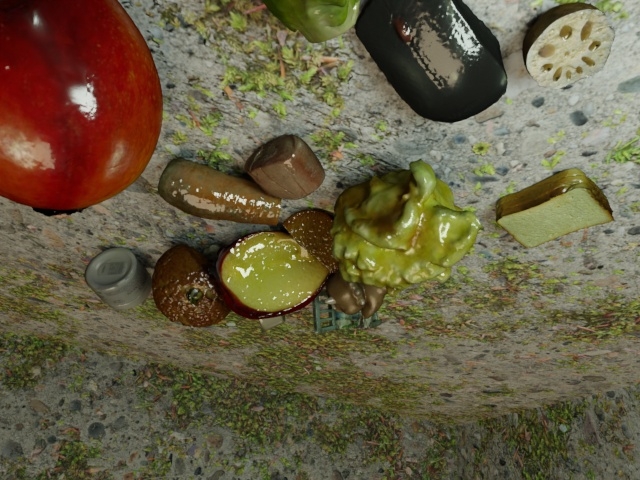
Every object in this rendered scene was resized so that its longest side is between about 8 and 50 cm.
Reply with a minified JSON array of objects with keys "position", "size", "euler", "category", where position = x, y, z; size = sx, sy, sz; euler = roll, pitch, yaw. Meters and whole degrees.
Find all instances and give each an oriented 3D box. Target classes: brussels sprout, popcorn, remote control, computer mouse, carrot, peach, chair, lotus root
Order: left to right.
[{"position":[-0.443,-0.253,0.691],"size":[0.389,0.388,0.388],"euler":[6,146,4],"category":"peach"},{"position":[-0.247,-0.111,1.058],"size":[0.302,0.138,0.138],"euler":[14,146,-10],"category":"carrot"},{"position":[-0.326,0.055,1.407],"size":[0.074,0.032,0.122],"euler":[-24,134,39],"category":"remote control"},{"position":[-0.132,0.096,1.272],"size":[0.362,0.257,0.201],"euler":[-16,174,-8],"category":"peach"},{"position":[-0.015,-0.382,0.601],"size":[0.162,0.143,0.180],"euler":[-23,136,-15],"category":"brussels sprout"},{"position":[0.098,0.224,1.388],"size":[0.147,0.136,0.270],"euler":[-7,171,24],"category":"chair"},{"position":[0.184,-0.024,0.966],"size":[0.336,0.279,0.274],"euler":[-18,95,18],"category":"popcorn"},{"position":[0.192,-0.304,0.714],"size":[0.295,0.087,0.168],"euler":[33,142,-29],"category":"computer mouse"},{"position":[0.385,-0.314,0.667],"size":[0.122,0.081,0.112],"euler":[-17,137,33],"category":"lotus root"}]

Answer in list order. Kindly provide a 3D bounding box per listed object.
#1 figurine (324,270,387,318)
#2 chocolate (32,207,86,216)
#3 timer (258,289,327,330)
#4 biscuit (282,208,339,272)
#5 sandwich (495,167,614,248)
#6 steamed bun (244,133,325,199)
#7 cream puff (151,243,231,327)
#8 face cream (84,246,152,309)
[{"position":[0.117,0.112,1.242],"size":[0.173,0.177,0.247],"euler":[34,127,-22],"category":"figurine"},{"position":[-0.687,-0.127,1.152],"size":[0.156,0.156,0.133],"euler":[-3,172,16],"category":"chocolate"},{"position":[-0.093,0.205,1.514],"size":[0.266,0.175,0.175],"euler":[-15,144,1],"category":"timer"},{"position":[0.003,-0.013,1.173],"size":[0.206,0.025,0.126],"euler":[44,95,-10],"category":"biscuit"},{"position":[0.552,-0.069,1.012],"size":[0.186,0.065,0.215],"euler":[30,141,-28],"category":"sandwich"},{"position":[-0.077,-0.164,0.970],"size":[0.175,0.106,0.145],"euler":[-7,145,38],"category":"steamed bun"},{"position":[-0.420,0.161,1.358],"size":[0.303,0.212,0.303],"euler":[43,165,15],"category":"cream puff"},{"position":[-0.699,0.132,1.469],"size":[0.178,0.177,0.152],"euler":[4,146,7],"category":"face cream"}]
